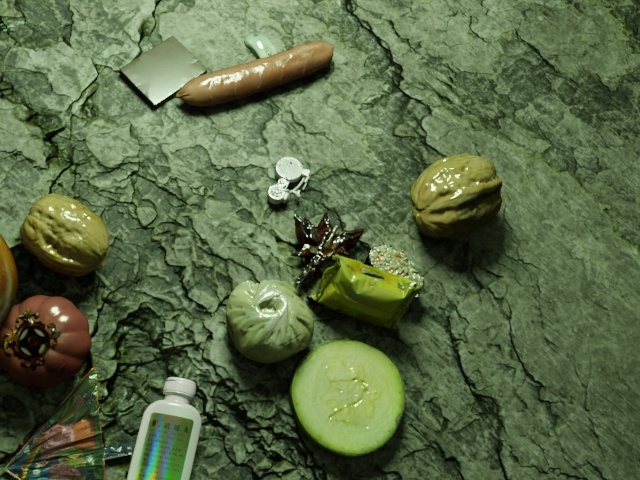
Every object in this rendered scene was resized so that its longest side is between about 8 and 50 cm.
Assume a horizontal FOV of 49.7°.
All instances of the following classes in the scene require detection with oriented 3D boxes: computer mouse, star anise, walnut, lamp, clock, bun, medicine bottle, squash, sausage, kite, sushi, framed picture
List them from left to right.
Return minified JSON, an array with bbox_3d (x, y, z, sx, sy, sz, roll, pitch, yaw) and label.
[{"bbox_3d":[-0.532,0.195,1.334,0.182,0.140,0.182,0,78,2],"label":"lamp"},{"bbox_3d":[-0.514,-0.005,1.404,0.184,0.155,0.155,35,64,-7],"label":"walnut"},{"bbox_3d":[-0.481,0.409,1.322,0.234,0.016,0.321,-7,69,-15],"label":"kite"},{"bbox_3d":[-0.380,-0.410,1.677,0.128,0.023,0.168,45,65,6],"label":"framed picture"},{"bbox_3d":[-0.295,0.380,1.344,0.115,0.078,0.219,13,66,-7],"label":"medicine bottle"},{"bbox_3d":[-0.150,-0.409,1.704,0.433,0.088,0.087,-23,76,-20],"label":"sausage"},{"bbox_3d":[-0.148,-0.495,1.767,0.056,0.032,0.110,-35,80,-23],"label":"computer mouse"},{"bbox_3d":[-0.106,0.157,1.458,0.179,0.128,0.193,-15,71,-18],"label":"bun"},{"bbox_3d":[-0.077,-0.137,1.633,0.087,0.041,0.129,24,60,0],"label":"clock"},{"bbox_3d":[-0.001,0.001,1.589,0.212,0.053,0.157,-24,77,-20],"label":"star anise"},{"bbox_3d":[0.058,0.329,1.472,0.252,0.049,0.252,5,66,-12],"label":"squash"},{"bbox_3d":[0.169,0.077,1.588,0.150,0.078,0.090,46,65,8],"label":"sushi"},{"bbox_3d":[0.325,-0.106,1.644,0.245,0.198,0.198,-20,74,-17],"label":"walnut"}]

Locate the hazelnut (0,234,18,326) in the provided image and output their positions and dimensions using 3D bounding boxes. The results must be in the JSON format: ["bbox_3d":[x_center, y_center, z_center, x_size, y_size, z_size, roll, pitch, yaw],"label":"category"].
[{"bbox_3d":[-0.738,0.082,1.228,0.373,0.315,0.372,0,80,-1],"label":"hazelnut"}]

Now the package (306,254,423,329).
[{"bbox_3d":[0.096,0.116,1.514,0.226,0.168,0.090,22,42,-7],"label":"package"}]
